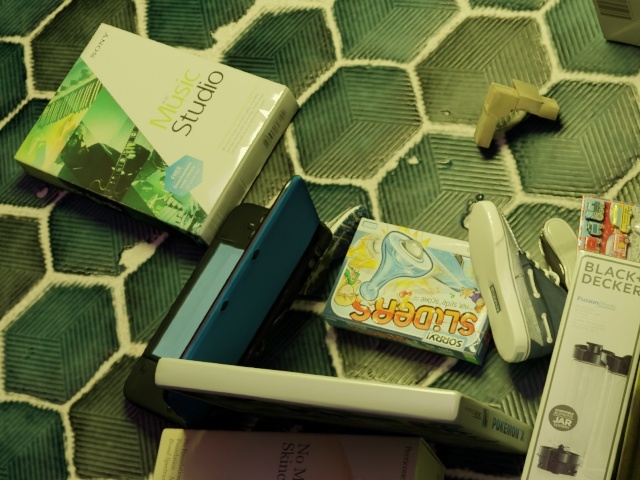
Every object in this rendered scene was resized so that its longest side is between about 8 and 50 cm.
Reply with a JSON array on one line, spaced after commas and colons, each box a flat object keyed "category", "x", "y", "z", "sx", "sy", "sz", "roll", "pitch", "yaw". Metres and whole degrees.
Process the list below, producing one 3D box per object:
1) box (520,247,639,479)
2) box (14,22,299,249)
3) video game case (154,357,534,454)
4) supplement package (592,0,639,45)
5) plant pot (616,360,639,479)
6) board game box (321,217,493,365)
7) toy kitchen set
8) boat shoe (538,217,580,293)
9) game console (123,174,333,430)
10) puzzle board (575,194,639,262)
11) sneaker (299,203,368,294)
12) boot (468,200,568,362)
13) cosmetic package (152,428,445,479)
[{"category": "box", "x": 0.279, "y": 0.174, "z": 1.720, "sx": 0.087, "sy": 0.169, "sz": 0.290, "roll": 12, "pitch": 71, "yaw": 13}, {"category": "box", "x": -0.218, "y": -0.142, "z": 2.158, "sx": 0.322, "sy": 0.058, "sz": 0.232, "roll": 21, "pitch": 72, "yaw": 30}, {"category": "video game case", "x": 0.034, "y": 0.178, "z": 1.752, "sx": 0.329, "sy": 0.300, "sz": 0.036, "roll": 5, "pitch": 79, "yaw": 22}, {"category": "supplement package", "x": 0.455, "y": -0.390, "z": 1.970, "sx": 0.175, "sy": 0.177, "sz": 0.293, "roll": 17, "pitch": 70, "yaw": 27}, {"category": "plant pot", "x": 0.489, "y": 0.147, "z": 1.599, "sx": 0.353, "sy": 0.366, "sz": 0.366, "roll": 12, "pitch": 68, "yaw": 12}, {"category": "board game box", "x": 0.118, "y": 0.058, "z": 1.939, "sx": 0.201, "sy": 0.035, "sz": 0.136, "roll": 13, "pitch": 68, "yaw": 25}, {"category": "toy kitchen set", "x": 0.238, "y": -0.152, "z": 2.017, "sx": 0.083, "sy": 0.075, "sz": 0.068, "roll": 14, "pitch": 23, "yaw": -8}, {"category": "boat shoe", "x": 0.287, "y": 0.035, "z": 1.888, "sx": 0.046, "sy": 0.038, "sz": 0.125, "roll": -20, "pitch": 67, "yaw": -21}, {"category": "game console", "x": -0.130, "y": 0.061, "z": 1.909, "sx": 0.250, "sy": 0.173, "sz": 0.293, "roll": 17, "pitch": 70, "yaw": 47}, {"category": "puzzle board", "x": 0.341, "y": 0.012, "z": 1.875, "sx": 0.096, "sy": 0.011, "sz": 0.128, "roll": 10, "pitch": 66, "yaw": 0}, {"category": "sneaker", "x": 0.000, "y": 0.000, "z": 2.007, "sx": 0.135, "sy": 0.052, "sz": 0.058, "roll": -46, "pitch": 51, "yaw": -9}, {"category": "boot", "x": 0.229, "y": 0.044, "z": 1.868, "sx": 0.086, "sy": 0.069, "sz": 0.190, "roll": -6, "pitch": 75, "yaw": -22}, {"category": "cosmetic package", "x": -0.030, "y": 0.302, "z": 1.820, "sx": 0.309, "sy": 0.113, "sz": 0.160, "roll": -2, "pitch": 63, "yaw": 20}]
